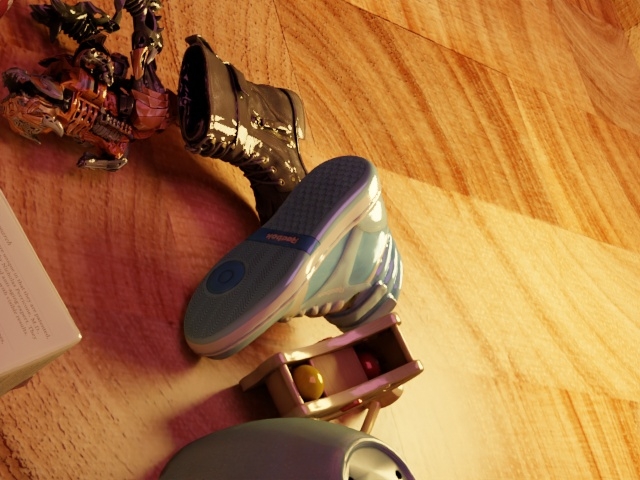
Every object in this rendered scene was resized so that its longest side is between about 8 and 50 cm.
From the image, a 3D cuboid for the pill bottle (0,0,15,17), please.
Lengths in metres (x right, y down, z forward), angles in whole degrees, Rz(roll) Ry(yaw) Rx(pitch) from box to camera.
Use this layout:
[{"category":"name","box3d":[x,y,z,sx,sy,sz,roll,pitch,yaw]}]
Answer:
[{"category":"pill bottle","box3d":[-0.384,-0.271,1.508,0.086,0.086,0.152,45,35,-19]}]

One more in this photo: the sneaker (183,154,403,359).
[{"category":"sneaker","box3d":[-0.011,0.071,1.644,0.319,0.127,0.208,-45,130,-24]}]

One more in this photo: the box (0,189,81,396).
[{"category":"box","box3d":[-0.337,0.063,1.194,0.182,0.181,0.119,60,32,5]}]

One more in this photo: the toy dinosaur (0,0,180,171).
[{"category":"toy dinosaur","box3d":[-0.245,-0.184,1.607,0.322,0.164,0.218,7,70,-72]}]

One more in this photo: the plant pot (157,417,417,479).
[{"category":"plant pot","box3d":[-0.004,0.301,1.420,0.290,0.195,0.290,33,40,-33]}]

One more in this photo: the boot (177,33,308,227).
[{"category":"boot","box3d":[-0.097,-0.102,1.677,0.229,0.091,0.263,13,65,-61]}]

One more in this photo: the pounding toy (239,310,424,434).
[{"category":"pounding toy","box3d":[0.044,0.186,1.619,0.269,0.154,0.155,-8,69,-55]}]
